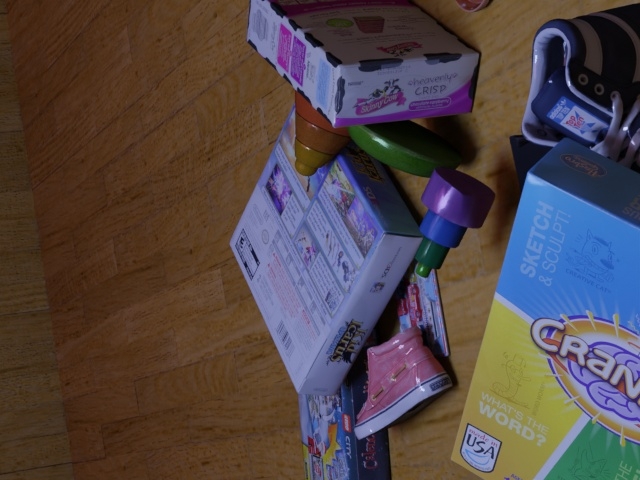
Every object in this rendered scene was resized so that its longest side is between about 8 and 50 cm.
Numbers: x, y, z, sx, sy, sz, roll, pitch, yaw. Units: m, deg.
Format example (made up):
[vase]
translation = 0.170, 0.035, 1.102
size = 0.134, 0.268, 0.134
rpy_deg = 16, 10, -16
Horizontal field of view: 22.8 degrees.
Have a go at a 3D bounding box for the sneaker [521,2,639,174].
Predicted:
[sneaker]
translation = 0.256, -0.062, 1.218
size = 0.099, 0.153, 0.282
rpy_deg = 121, 136, -53

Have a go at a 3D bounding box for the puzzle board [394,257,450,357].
[puzzle board]
translation = 0.106, 0.069, 1.753
size = 0.096, 0.011, 0.128
rpy_deg = 158, 103, -65

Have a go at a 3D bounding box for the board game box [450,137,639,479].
[board game box]
translation = 0.243, 0.107, 1.235
size = 0.242, 0.064, 0.316
rpy_deg = 29, 133, 22

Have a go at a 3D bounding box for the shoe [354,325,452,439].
[shoe]
translation = 0.078, 0.158, 1.761
size = 0.081, 0.063, 0.178
rpy_deg = 63, 146, 12

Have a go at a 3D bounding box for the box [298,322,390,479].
[box]
translation = 0.025, 0.209, 1.923
size = 0.159, 0.044, 0.233
rpy_deg = 6, 101, 64

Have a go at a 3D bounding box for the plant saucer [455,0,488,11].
[plant saucer]
translation = 0.151, -0.268, 1.565
size = 0.083, 0.013, 0.083
rpy_deg = 174, 90, -65

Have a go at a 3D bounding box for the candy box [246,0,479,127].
[candy box]
translation = 0.039, -0.201, 1.654
size = 0.233, 0.159, 0.071
rpy_deg = -131, 40, -52

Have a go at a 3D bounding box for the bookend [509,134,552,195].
[bookend]
translation = 0.243, -0.040, 1.350
size = 0.156, 0.072, 0.157
rpy_deg = 146, 116, -62

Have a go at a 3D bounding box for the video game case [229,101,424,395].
[video game case]
translation = 0.000, 0.000, 1.843
size = 0.244, 0.061, 0.269
rpy_deg = -64, 36, 32

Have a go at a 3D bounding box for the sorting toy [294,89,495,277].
[sorting toy]
translation = 0.054, -0.071, 1.654
size = 0.126, 0.127, 0.365
rpy_deg = -65, 34, 18
